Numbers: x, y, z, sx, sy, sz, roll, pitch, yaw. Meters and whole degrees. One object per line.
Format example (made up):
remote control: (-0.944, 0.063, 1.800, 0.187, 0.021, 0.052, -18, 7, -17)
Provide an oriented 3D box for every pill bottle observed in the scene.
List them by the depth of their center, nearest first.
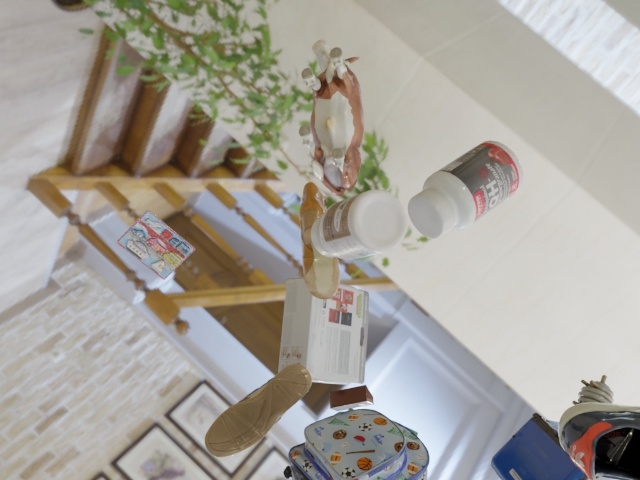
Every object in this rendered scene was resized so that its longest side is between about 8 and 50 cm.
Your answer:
pill bottle: (0.072, -0.026, 1.505, 0.131, 0.131, 0.229, -45, -167, -24)
pill bottle: (0.394, -0.135, 1.932, 0.318, 0.176, 0.176, -33, 167, -27)

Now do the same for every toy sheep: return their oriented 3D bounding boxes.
toy sheep: (0.671, 0.387, 1.713, 0.132, 0.091, 0.091, -59, 176, -13)

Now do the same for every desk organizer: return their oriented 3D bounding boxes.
desk organizer: (0.092, 0.467, 2.076, 0.130, 0.050, 0.047, -18, 148, 28)

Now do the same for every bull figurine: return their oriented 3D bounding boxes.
bull figurine: (0.024, -0.242, 1.291, 0.101, 0.310, 0.188, -8, 171, 15)

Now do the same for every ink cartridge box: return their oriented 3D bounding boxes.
ink cartridge box: (0.017, 0.290, 2.202, 0.130, 0.309, 0.272, -7, 162, 43)

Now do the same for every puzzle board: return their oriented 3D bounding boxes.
puzzle board: (-0.336, 0.011, 1.436, 0.096, 0.128, 0.011, -44, -159, 8)

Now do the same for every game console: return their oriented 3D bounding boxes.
game console: (0.563, 0.523, 1.582, 0.250, 0.173, 0.293, -46, -172, 2)

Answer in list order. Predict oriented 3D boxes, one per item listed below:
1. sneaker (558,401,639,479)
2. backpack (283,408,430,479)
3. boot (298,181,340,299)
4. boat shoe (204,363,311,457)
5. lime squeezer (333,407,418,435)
sneaker: (0.580, 0.333, 1.144, 0.350, 0.131, 0.148, -11, -164, 8)
backpack: (0.091, 0.474, 1.458, 0.263, 0.276, 0.213, -10, 120, -30)
boot: (-0.001, 0.000, 1.980, 0.211, 0.104, 0.295, -88, 170, -50)
boat shoe: (-0.138, 0.394, 1.619, 0.285, 0.103, 0.092, -41, 168, -8)
lime squeezer: (0.079, 0.437, 1.619, 0.310, 0.059, 0.110, -26, -144, 27)
